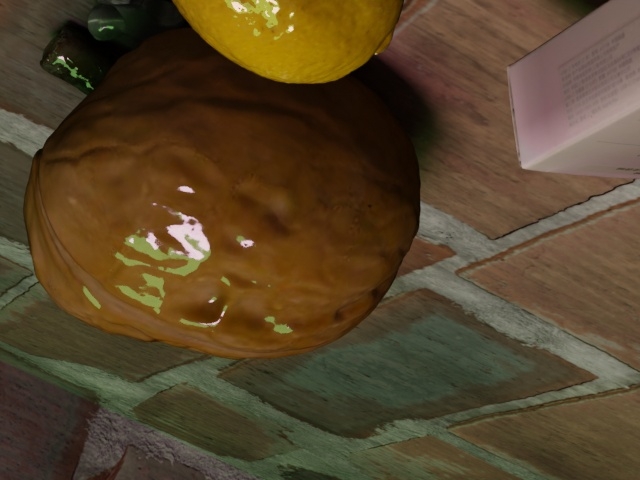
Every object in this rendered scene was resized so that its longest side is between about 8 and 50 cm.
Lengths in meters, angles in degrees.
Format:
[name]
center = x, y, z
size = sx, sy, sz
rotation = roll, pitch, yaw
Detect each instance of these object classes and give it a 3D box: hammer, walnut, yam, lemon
[hammer]
center = -0.218, -0.268, 1.395
size = 0.158, 0.041, 0.226
rotation = 0, 150, 38
[walnut]
center = -0.093, -0.035, 1.459
size = 0.397, 0.308, 0.354
rotation = 11, 162, -17
[yam]
center = -0.186, -0.154, 1.607
size = 0.252, 0.061, 0.061
rotation = 28, 156, -21
[lemon]
center = -0.027, -0.223, 1.159
size = 0.188, 0.188, 0.256
rotation = -2, 148, 41

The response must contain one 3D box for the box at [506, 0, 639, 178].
[box]
center = 0.298, -0.127, 1.132
size = 0.203, 0.106, 0.251
rotation = 0, 165, -25
